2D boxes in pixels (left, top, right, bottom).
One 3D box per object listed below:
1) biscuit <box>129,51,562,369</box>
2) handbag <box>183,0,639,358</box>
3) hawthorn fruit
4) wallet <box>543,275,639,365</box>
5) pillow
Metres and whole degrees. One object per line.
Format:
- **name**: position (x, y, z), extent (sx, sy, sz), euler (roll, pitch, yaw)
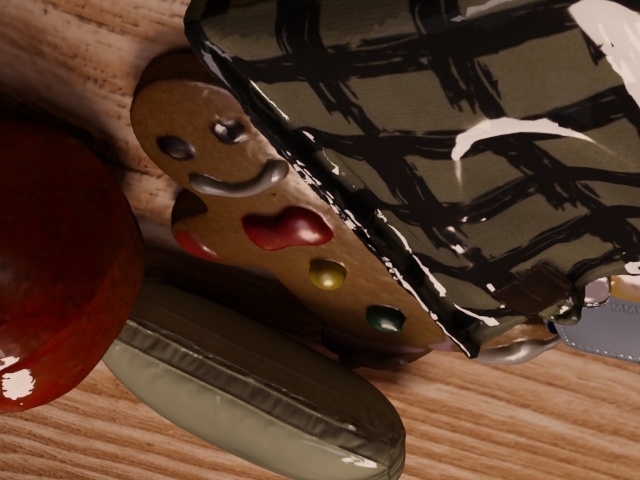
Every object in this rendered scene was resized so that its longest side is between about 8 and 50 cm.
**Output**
- **biscuit**: position (0.000, 0.001, 1.043), extent (0.283, 0.064, 0.432), euler (-8, 144, 36)
- **handbag**: position (0.144, -0.078, 0.719), extent (0.325, 0.162, 0.327), euler (-7, 136, 35)
- **hawthorn fruit**: position (-0.277, 0.048, 1.009), extent (0.254, 0.300, 0.254), euler (3, 136, 3)
- **wallet**: position (0.233, 0.011, 0.947), extent (0.170, 0.069, 0.231), euler (4, 140, 27)
- **pillow**: position (-0.068, 0.146, 1.224), extent (0.322, 0.120, 0.255), euler (23, 165, 11)
